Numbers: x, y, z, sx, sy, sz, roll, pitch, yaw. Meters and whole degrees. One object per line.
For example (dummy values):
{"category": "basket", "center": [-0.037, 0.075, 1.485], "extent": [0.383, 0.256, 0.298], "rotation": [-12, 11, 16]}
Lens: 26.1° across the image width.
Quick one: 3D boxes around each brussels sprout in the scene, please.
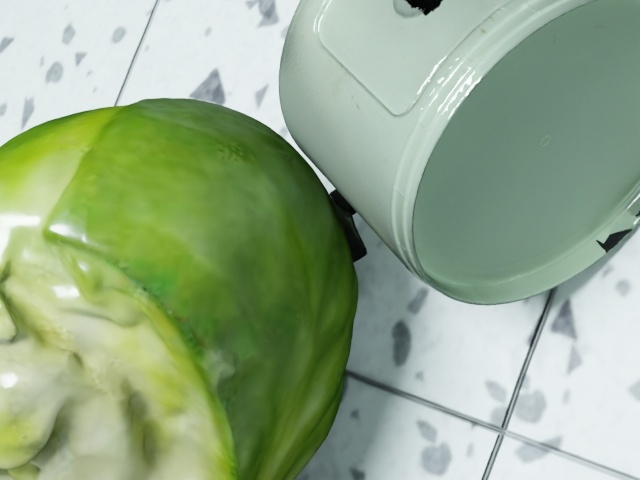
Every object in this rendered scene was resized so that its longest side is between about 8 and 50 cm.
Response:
{"category": "brussels sprout", "center": [-0.128, 0.084, 0.909], "extent": [0.276, 0.315, 0.371], "rotation": [19, 110, 8]}

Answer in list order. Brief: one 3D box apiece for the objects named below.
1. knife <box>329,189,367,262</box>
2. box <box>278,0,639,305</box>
{"category": "knife", "center": [0.000, 0.000, 1.022], "extent": [0.230, 0.028, 0.060], "rotation": [-34, 66, 17]}
{"category": "box", "center": [0.107, -0.091, 0.852], "extent": [0.226, 0.226, 0.149], "rotation": [-50, 49, 11]}
